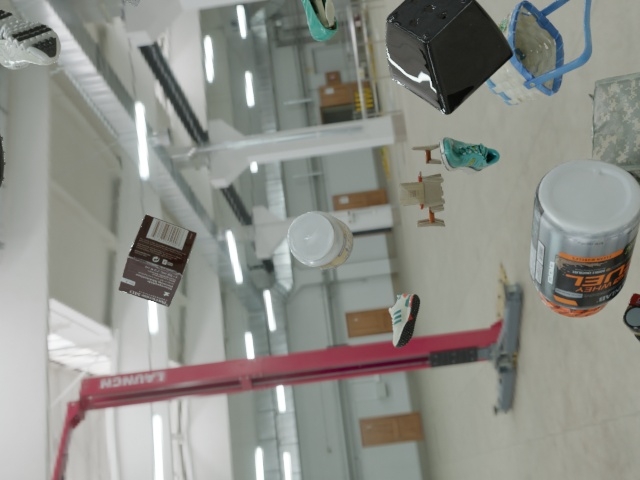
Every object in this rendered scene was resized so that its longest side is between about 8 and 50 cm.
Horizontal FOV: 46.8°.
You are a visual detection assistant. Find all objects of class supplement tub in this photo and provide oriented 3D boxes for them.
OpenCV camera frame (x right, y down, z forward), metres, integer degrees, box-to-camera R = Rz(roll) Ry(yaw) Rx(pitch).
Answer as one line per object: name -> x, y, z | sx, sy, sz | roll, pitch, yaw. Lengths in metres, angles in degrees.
supplement tub -> 0.000, 0.000, 1.938 | 0.200, 0.144, 0.144 | 21, -119, -75
supplement tub -> 0.551, 0.008, 1.565 | 0.338, 0.207, 0.207 | 73, -171, -51

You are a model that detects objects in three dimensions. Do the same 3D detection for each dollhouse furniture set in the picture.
dollhouse furniture set -> 0.321, -0.168, 2.352 | 0.259, 0.135, 0.261 | -54, -40, -78

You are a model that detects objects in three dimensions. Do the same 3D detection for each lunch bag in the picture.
lunch bag -> 0.745, -0.248, 1.637 | 0.169, 0.287, 0.235 | 19, -107, -62

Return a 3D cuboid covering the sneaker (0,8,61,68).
sneaker -> -0.710, -0.459, 1.756 | 0.110, 0.292, 0.118 | -32, -43, -39

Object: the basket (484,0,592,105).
basket -> 0.553, -0.486, 1.867 | 0.201, 0.289, 0.254 | 34, -127, -30

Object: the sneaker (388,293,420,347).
sneaker -> 0.226, 0.225, 2.095 | 0.057, 0.075, 0.161 | 35, -111, -46

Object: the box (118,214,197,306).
box -> -0.490, 0.063, 2.226 | 0.203, 0.169, 0.167 | 123, 163, -50

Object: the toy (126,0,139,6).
toy -> -0.383, -0.516, 1.239 | 0.136, 0.237, 0.056 | -59, 24, 1

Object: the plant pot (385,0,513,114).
plant pot -> 0.234, -0.396, 1.453 | 0.187, 0.188, 0.167 | 45, 177, 38

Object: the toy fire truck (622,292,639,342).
toy fire truck -> 0.823, 0.132, 1.639 | 0.158, 0.217, 0.246 | 37, -104, -45

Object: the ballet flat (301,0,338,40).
ballet flat -> -0.014, -0.636, 1.893 | 0.083, 0.087, 0.247 | -41, -63, -41

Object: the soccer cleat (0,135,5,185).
soccer cleat -> -0.518, -0.198, 0.970 | 0.116, 0.109, 0.318 | -45, -58, -69

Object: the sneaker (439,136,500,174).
sneaker -> 0.452, -0.270, 2.262 | 0.275, 0.110, 0.107 | 1, -102, -50
